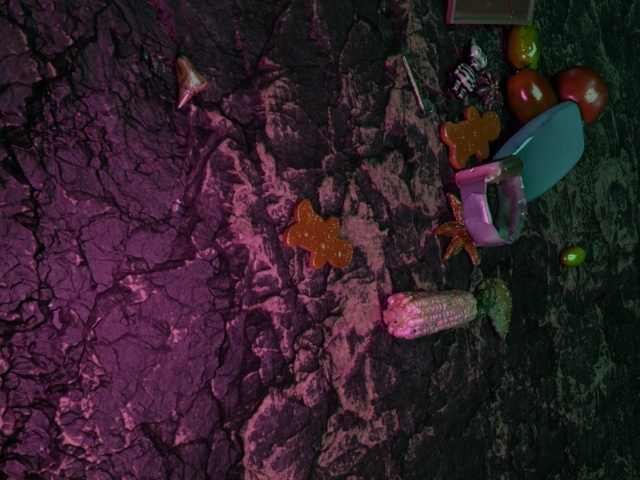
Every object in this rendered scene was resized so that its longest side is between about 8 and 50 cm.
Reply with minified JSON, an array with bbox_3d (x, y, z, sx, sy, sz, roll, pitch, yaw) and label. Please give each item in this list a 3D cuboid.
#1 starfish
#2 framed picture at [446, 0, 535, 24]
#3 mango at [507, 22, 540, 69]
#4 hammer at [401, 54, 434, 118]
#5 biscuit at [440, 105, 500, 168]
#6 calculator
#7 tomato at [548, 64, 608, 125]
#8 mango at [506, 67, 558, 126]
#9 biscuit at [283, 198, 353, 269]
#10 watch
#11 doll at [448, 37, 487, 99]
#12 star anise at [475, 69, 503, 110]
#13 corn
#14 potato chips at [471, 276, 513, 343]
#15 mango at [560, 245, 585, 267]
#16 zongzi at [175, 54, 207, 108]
[{"bbox_3d":[0.409,-0.028,1.758,0.227,0.043,0.240,-29,102,-38],"label":"starfish"},{"bbox_3d":[0.520,-0.856,1.746,0.326,0.028,0.445,-9,115,-27],"label":"framed picture"},{"bbox_3d":[0.650,-0.628,1.943,0.119,0.100,0.178,43,46,-71],"label":"mango"},{"bbox_3d":[0.258,-0.419,1.663,0.062,0.017,0.182,-36,109,-35],"label":"hammer"},{"bbox_3d":[0.451,-0.313,1.806,0.250,0.036,0.165,-32,109,-32],"label":"biscuit"},{"bbox_3d":[0.711,-0.277,1.921,0.386,0.054,0.256,-37,124,-18],"label":"calculator"},{"bbox_3d":[0.858,-0.483,2.035,0.184,0.208,0.208,-46,117,-14],"label":"tomato"},{"bbox_3d":[0.696,-0.428,1.956,0.289,0.129,0.146,44,65,-39],"label":"mango"},{"bbox_3d":[0.000,0.000,1.423,0.205,0.031,0.138,32,69,-34],"label":"biscuit"},{"bbox_3d":[0.502,-0.105,1.736,0.253,0.162,0.241,-21,95,-43],"label":"watch"},{"bbox_3d":[0.435,-0.505,1.779,0.091,0.067,0.219,42,62,-26],"label":"doll"},{"bbox_3d":[0.509,-0.458,1.843,0.129,0.056,0.124,-17,100,-39],"label":"star anise"},{"bbox_3d":[0.305,0.190,1.612,0.335,0.127,0.126,0,88,-41],"label":"corn"},{"bbox_3d":[0.527,0.209,1.859,0.220,0.029,0.201,18,77,-41],"label":"potato chips"},{"bbox_3d":[0.893,0.059,2.146,0.108,0.056,0.073,-10,91,-27],"label":"mango"},{"bbox_3d":[-0.279,-0.317,1.208,0.083,0.040,0.076,-44,109,-12],"label":"zongzi"}]
